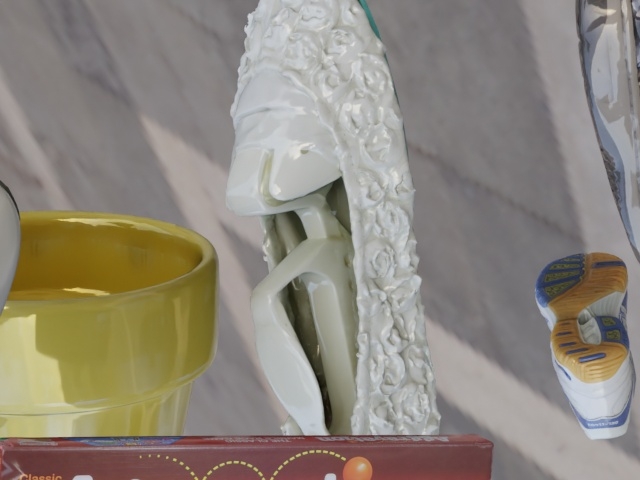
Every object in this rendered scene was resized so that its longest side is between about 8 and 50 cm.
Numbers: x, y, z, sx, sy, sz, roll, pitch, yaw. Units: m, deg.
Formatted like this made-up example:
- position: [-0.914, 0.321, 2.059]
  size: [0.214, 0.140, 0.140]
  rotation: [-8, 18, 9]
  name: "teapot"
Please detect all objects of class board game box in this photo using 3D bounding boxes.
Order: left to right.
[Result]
- position: [-0.041, 0.178, 0.972]
  size: [0.027, 0.281, 0.145]
  rotation: [-165, 78, -67]
  name: "board game box"

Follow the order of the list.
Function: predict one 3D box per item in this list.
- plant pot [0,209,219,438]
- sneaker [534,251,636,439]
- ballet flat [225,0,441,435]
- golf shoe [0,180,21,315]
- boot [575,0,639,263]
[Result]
- position: [-0.202, 0.121, 1.330]
  size: [0.254, 0.254, 0.239]
  rotation: [27, 119, 57]
  name: "plant pot"
- position: [0.315, 0.122, 2.120]
  size: [0.296, 0.112, 0.131]
  rotation: [-73, -27, -61]
  name: "sneaker"
- position: [0.000, 0.000, 1.338]
  size: [0.147, 0.147, 0.409]
  rotation: [-172, 68, -67]
  name: "ballet flat"
- position: [-0.213, 0.069, 0.941]
  size: [0.120, 0.273, 0.105]
  rotation: [-7, 133, 38]
  name: "golf shoe"
- position: [0.350, -0.099, 1.309]
  size: [0.377, 0.284, 0.138]
  rotation: [60, -153, -52]
  name: "boot"
